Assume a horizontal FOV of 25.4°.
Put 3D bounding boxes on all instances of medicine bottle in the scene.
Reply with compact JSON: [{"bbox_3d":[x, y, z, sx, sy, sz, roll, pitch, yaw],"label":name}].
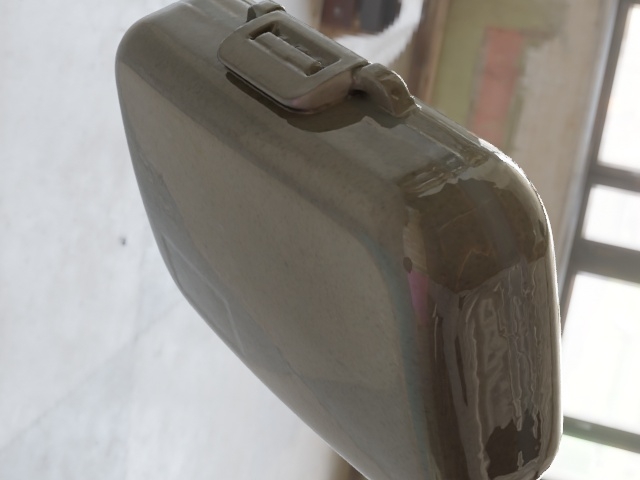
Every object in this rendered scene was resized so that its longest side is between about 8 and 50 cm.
[{"bbox_3d":[0.000,0.000,0.910,0.123,0.375,0.282,-25,128,-22],"label":"medicine bottle"}]
